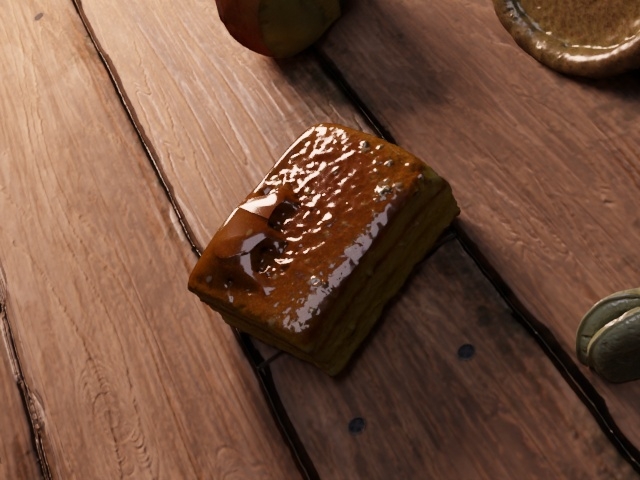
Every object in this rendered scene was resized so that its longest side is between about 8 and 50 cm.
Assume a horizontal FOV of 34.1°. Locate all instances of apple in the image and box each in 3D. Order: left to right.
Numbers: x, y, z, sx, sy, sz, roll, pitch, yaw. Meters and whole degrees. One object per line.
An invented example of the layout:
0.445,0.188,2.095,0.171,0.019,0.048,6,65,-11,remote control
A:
-0.055,-0.343,1.309,0.173,0.188,0.207,11,65,30,apple

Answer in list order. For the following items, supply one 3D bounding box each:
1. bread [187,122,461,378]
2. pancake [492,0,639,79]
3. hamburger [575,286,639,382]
0.000,0.000,1.066,0.184,0.110,0.234,24,69,39,bread
0.272,-0.302,1.058,0.033,0.286,0.288,-17,37,-31,pancake
0.269,0.074,0.876,0.121,0.084,0.054,-21,50,16,hamburger
